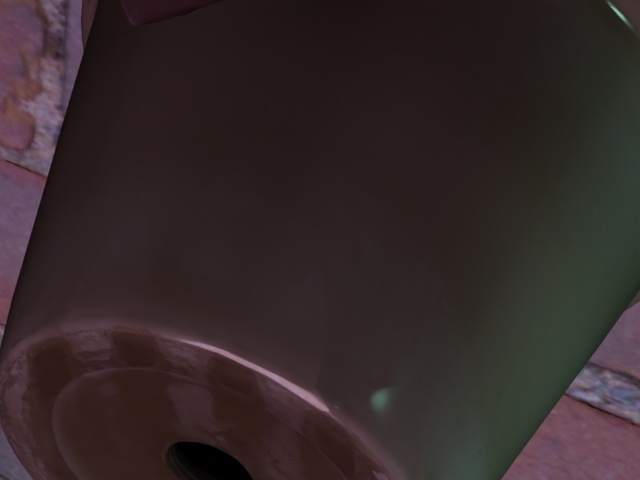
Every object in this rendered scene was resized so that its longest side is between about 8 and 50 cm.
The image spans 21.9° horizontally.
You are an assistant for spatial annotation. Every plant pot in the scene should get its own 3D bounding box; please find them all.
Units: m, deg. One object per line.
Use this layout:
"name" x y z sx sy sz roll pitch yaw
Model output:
"plant pot" 0.000 0.000 0.742 0.323 0.280 0.323 16 141 13

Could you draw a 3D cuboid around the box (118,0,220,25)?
"box" 0.077 -0.212 0.478 0.381 0.143 0.191 -12 110 37
